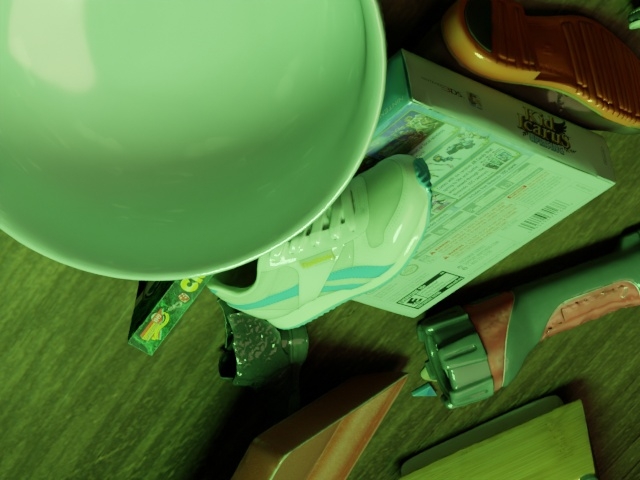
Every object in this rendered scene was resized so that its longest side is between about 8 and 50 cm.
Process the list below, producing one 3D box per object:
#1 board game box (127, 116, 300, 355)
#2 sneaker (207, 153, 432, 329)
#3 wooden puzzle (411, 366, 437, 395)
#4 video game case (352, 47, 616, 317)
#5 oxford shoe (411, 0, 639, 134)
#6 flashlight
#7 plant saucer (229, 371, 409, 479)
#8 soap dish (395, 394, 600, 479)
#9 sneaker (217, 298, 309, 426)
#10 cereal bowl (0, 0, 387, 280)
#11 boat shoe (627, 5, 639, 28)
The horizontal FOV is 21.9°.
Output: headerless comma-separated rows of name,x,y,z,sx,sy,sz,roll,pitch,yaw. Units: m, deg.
board game box,-0.079,-0.033,1.389,0.030,0.136,0.260,29,117,-19
sneaker,0.000,0.000,1.363,0.092,0.087,0.228,22,135,-36
wooden puzzle,0.152,0.129,1.758,0.078,0.014,0.116,9,128,-33
video game case,0.077,-0.040,1.457,0.244,0.061,0.269,17,140,-37
oxford shoe,0.193,-0.142,1.462,0.271,0.097,0.098,17,145,-33
flashlight,0.255,0.078,1.690,0.304,0.103,0.103,-18,137,-8
plant saucer,-0.039,0.252,1.677,0.258,0.048,0.259,-25,150,-57
soap dish,0.228,0.327,1.920,0.229,0.118,0.291,-24,137,-2
sneaker,-0.063,0.124,1.623,0.089,0.051,0.170,-7,130,-20
cereal bowl,-0.121,-0.148,1.206,0.339,0.141,0.339,0,118,0
boat shoe,0.326,-0.226,1.464,0.125,0.038,0.046,-25,-179,7
